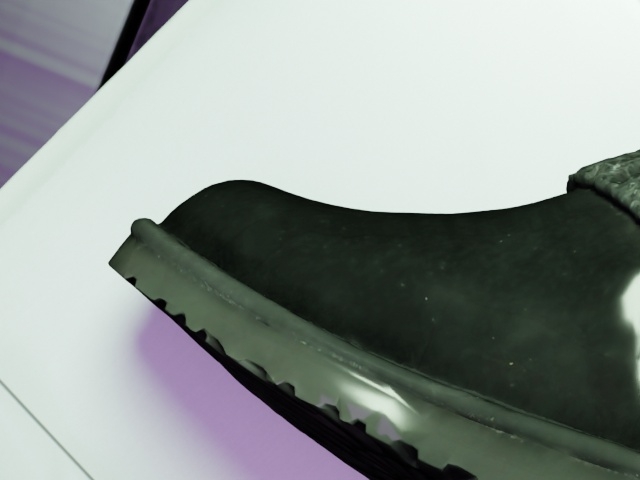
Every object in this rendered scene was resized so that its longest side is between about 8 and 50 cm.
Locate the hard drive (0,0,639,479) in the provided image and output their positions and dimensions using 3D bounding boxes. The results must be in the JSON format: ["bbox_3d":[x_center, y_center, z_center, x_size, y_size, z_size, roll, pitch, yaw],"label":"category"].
[{"bbox_3d":[0.000,0.000,0.862,0.353,0.047,0.233,-45,82,2],"label":"hard drive"}]

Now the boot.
[{"bbox_3d":[0.113,-0.009,0.753,0.348,0.131,0.260,24,74,28],"label":"boot"}]
